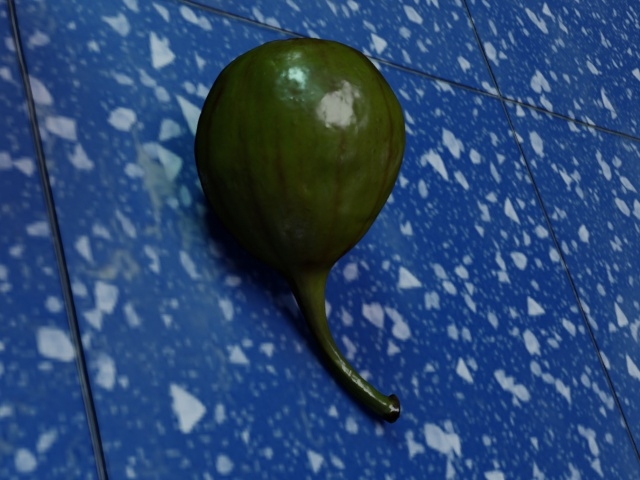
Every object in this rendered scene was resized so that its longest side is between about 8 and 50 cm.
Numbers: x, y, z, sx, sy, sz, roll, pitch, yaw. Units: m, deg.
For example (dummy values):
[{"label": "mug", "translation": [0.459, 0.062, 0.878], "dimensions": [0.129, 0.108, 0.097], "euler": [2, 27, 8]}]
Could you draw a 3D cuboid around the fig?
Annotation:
[{"label": "fig", "translation": [0.000, 0.000, 0.610], "dimensions": [0.124, 0.124, 0.236], "euler": [-29, 111, -53]}]
